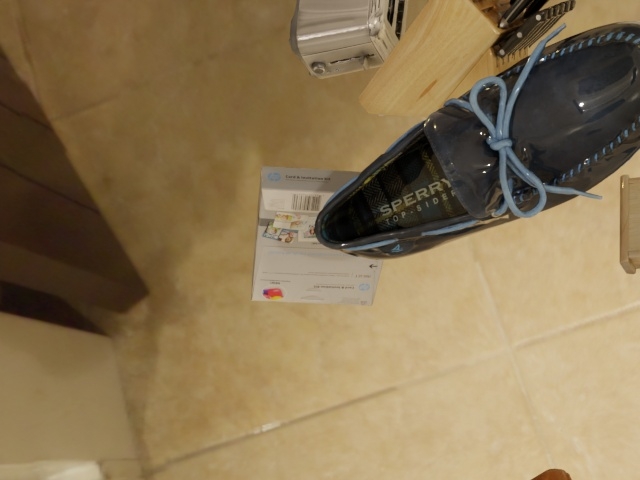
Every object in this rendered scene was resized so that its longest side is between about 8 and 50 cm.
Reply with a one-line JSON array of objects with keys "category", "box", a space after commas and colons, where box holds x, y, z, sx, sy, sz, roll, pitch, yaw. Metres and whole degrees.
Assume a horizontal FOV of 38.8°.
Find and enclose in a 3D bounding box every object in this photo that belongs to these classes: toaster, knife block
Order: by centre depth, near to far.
[{"category": "knife block", "box": [0.169, -0.270, 1.093, 0.275, 0.088, 0.242, 10, 116, 39]}, {"category": "toaster", "box": [0.048, -0.357, 1.376, 0.146, 0.129, 0.227, -1, 68, 22]}]

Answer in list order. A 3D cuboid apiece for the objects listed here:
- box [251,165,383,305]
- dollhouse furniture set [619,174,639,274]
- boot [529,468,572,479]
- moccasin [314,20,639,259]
[{"category": "box", "box": [0.000, 0.000, 1.006, 0.145, 0.186, 0.038, 3, 47, -5]}, {"category": "dollhouse furniture set", "box": [0.516, 0.015, 1.190, 0.173, 0.355, 0.304, -4, 67, 29]}, {"category": "boot", "box": [0.235, 0.431, 1.130, 0.109, 0.220, 0.283, 29, 115, -16]}, {"category": "moccasin", "box": [0.136, -0.057, 0.761, 0.342, 0.116, 0.138, -36, 77, 37]}]
